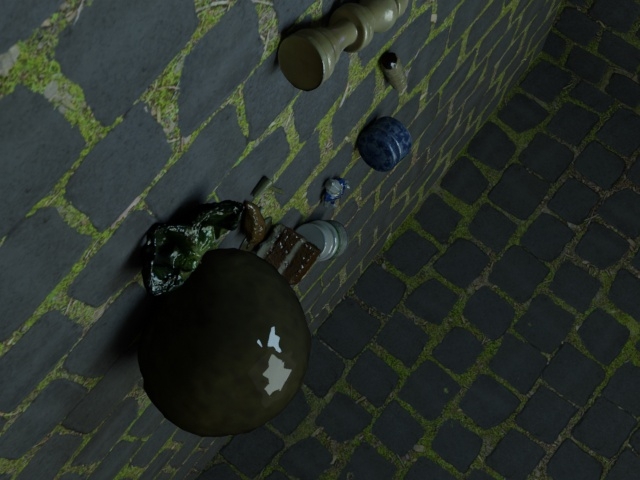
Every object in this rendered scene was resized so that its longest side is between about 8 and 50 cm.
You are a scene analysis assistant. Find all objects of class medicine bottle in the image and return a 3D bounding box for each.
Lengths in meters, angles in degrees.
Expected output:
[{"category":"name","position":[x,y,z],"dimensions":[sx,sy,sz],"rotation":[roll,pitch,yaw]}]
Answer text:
[{"category":"medicine bottle","position":[0.000,0.000,2.484],"dimensions":[0.139,0.139,0.237],"rotation":[-55,167,11]}]

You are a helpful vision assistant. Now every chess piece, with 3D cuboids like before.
[{"category":"chess piece","position":[0.069,-0.451,1.630],"dimensions":[0.397,0.117,0.117],"rotation":[-44,164,-40]}]

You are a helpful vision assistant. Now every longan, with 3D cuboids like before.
[{"category":"longan","position":[-0.218,0.252,1.833],"dimensions":[0.436,0.404,0.404],"rotation":[-57,166,6]}]

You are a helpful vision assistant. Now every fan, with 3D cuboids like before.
[{"category":"fan","position":[-0.173,-0.028,2.104],"dimensions":[0.152,0.008,0.226],"rotation":[-45,166,-30]}]

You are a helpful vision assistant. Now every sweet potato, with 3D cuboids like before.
[{"category":"sweet potato","position":[-0.172,-0.042,1.972],"dimensions":[0.206,0.060,0.068],"rotation":[87,9,-55]}]

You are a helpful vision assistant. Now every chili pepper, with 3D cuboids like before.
[{"category":"chili pepper","position":[-0.289,0.005,1.620],"dimensions":[0.264,0.116,0.148],"rotation":[-47,177,-21]}]

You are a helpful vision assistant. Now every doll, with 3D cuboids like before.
[{"category":"doll","position":[0.047,-0.153,2.433],"dimensions":[0.114,0.057,0.227],"rotation":[-49,169,2]}]

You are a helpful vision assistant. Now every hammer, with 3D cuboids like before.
[{"category":"hammer","position":[-0.127,-0.125,1.981],"dimensions":[0.060,0.028,0.195],"rotation":[-49,168,6]}]

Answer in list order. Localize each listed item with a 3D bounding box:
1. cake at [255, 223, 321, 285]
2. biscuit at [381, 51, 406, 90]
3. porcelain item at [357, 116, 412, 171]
[{"category":"cake","position":[-0.094,0.038,2.224],"dimensions":[0.135,0.147,0.134],"rotation":[-54,171,2]},{"category":"biscuit","position":[0.208,-0.476,2.153],"dimensions":[0.055,0.061,0.219],"rotation":[-9,171,11]},{"category":"porcelain item","position":[0.195,-0.296,2.366],"dimensions":[0.114,0.147,0.147],"rotation":[-43,164,-30]}]
